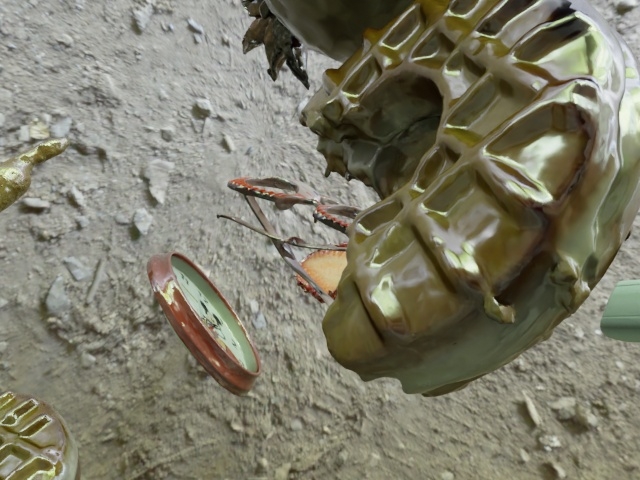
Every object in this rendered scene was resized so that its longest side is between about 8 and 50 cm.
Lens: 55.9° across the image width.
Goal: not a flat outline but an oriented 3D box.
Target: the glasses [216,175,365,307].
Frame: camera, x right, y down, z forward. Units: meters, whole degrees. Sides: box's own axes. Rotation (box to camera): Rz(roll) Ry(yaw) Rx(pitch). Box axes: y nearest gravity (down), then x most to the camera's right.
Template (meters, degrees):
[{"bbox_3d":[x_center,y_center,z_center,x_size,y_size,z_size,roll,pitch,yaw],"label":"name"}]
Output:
[{"bbox_3d":[0.005,-0.007,0.667,0.256,0.162,0.095,27,112,24],"label":"glasses"}]

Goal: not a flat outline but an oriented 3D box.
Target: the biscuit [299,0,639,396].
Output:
[{"bbox_3d":[0.101,-0.075,0.467,0.115,0.366,0.268,33,116,-33],"label":"biscuit"}]

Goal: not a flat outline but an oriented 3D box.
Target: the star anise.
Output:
[{"bbox_3d":[-0.078,-0.405,1.092,0.103,0.272,0.271,-20,104,-47],"label":"star anise"}]

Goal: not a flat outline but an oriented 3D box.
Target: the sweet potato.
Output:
[{"bbox_3d":[-0.591,-0.124,1.161,0.075,0.075,0.269,39,53,-10],"label":"sweet potato"}]

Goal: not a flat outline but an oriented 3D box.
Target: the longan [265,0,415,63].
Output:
[{"bbox_3d":[0.090,-0.422,0.694,0.404,0.404,0.435,37,108,-10],"label":"longan"}]

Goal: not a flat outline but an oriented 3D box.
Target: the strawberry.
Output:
[{"bbox_3d":[0.047,0.064,1.196,0.167,0.208,0.087,-44,115,-9],"label":"strawberry"}]

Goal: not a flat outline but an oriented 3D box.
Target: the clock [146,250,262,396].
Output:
[{"bbox_3d":[-0.226,0.158,1.147,0.080,0.318,0.318,-37,100,1],"label":"clock"}]

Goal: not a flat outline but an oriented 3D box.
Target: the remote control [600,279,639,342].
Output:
[{"bbox_3d":[0.302,0.054,0.490,0.029,0.162,0.061,33,72,-13],"label":"remote control"}]

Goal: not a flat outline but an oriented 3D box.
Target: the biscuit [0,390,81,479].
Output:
[{"bbox_3d":[-0.452,0.329,0.736,0.332,0.332,0.103,-19,123,-2],"label":"biscuit"}]
